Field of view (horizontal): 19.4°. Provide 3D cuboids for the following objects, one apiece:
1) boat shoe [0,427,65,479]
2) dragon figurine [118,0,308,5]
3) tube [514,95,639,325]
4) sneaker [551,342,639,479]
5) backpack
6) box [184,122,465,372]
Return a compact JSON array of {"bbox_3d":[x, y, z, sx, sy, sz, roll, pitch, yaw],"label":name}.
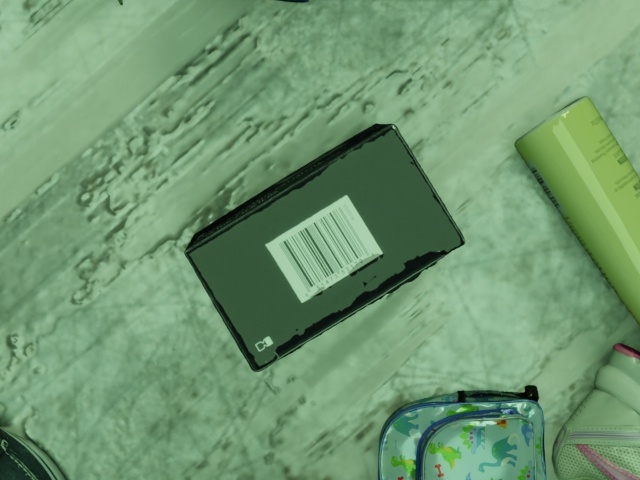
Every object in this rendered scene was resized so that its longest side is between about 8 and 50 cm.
[{"bbox_3d":[-0.251,0.144,1.267,0.183,0.083,0.065,38,92,-3],"label":"boat shoe"},{"bbox_3d":[-0.038,-0.203,1.254,0.289,0.085,0.144,18,92,-1],"label":"dragon figurine"},{"bbox_3d":[0.222,0.015,1.277,0.070,0.062,0.240,-32,90,-18],"label":"tube"},{"bbox_3d":[0.253,0.194,1.279,0.111,0.103,0.252,-43,87,5],"label":"sneaker"},{"bbox_3d":[0.096,0.154,1.275,0.114,0.084,0.105,-2,91,2],"label":"backpack"},{"bbox_3d":[0.000,0.000,1.227,0.156,0.158,0.093,-31,94,0],"label":"box"}]
